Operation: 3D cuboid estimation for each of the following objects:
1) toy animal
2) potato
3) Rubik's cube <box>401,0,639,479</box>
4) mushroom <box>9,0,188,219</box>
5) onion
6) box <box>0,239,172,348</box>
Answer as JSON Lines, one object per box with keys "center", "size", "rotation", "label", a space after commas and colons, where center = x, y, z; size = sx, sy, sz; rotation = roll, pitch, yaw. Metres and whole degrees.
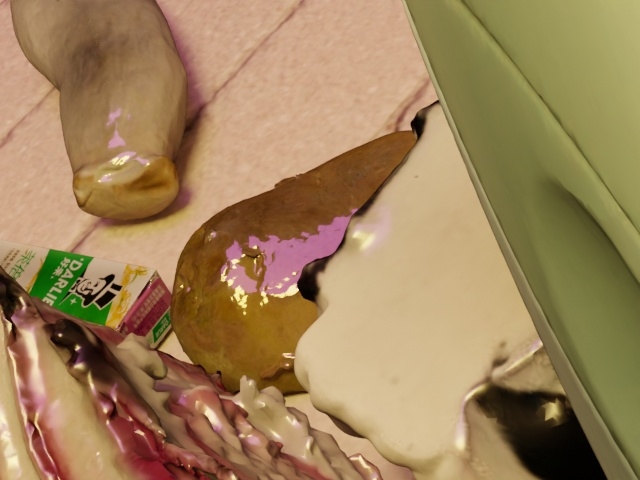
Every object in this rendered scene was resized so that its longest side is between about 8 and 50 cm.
{"center": [0.107, 0.034, 0.752], "size": [0.204, 0.156, 0.208], "rotation": [25, 76, 48], "label": "toy animal"}
{"center": [0.000, 0.000, 0.928], "size": [0.200, 0.081, 0.164], "rotation": [-30, 36, -6], "label": "potato"}
{"center": [0.248, -0.035, 0.490], "size": [0.352, 0.351, 0.347], "rotation": [-27, 7, -4], "label": "Rubik's cube"}
{"center": [-0.160, -0.134, 1.176], "size": [0.109, 0.097, 0.351], "rotation": [-29, 39, 0], "label": "mushroom"}
{"center": [-0.013, 0.146, 0.641], "size": [0.314, 0.280, 0.146], "rotation": [25, 84, 41], "label": "onion"}
{"center": [-0.178, 0.036, 1.028], "size": [0.207, 0.041, 0.050], "rotation": [9, 50, 40], "label": "box"}
